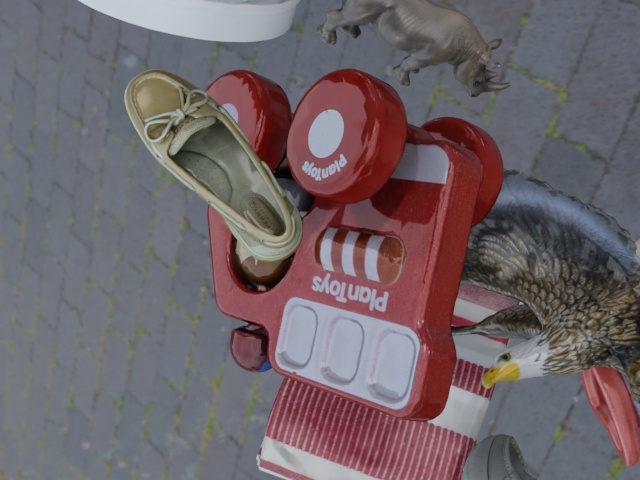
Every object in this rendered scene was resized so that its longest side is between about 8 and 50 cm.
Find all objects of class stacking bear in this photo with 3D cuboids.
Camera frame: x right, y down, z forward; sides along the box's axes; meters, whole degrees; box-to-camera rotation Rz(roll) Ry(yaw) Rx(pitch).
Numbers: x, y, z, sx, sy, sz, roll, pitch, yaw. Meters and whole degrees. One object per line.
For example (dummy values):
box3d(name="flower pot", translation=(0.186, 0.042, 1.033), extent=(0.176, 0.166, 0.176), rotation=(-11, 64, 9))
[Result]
box3d(name="stacking bear", translation=(0.547, 0.187, 1.348), extent=(0.175, 0.289, 0.164), rotation=(-102, -9, -63))

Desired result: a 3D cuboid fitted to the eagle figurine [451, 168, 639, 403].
box3d(name="eagle figurine", translation=(0.224, 0.070, 0.860), extent=(0.298, 0.225, 0.226), rotation=(47, 123, 49))

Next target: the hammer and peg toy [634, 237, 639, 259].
box3d(name="hammer and peg toy", translation=(0.677, 0.140, 1.881), extent=(0.266, 0.361, 0.127), rotation=(51, 166, 8))

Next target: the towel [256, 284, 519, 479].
box3d(name="towel", translation=(0.087, 0.152, 1.085), extent=(0.237, 0.037, 0.329), rotation=(19, 74, 8))

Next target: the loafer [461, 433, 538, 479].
box3d(name="loafer", translation=(0.201, 0.277, 0.850), extent=(0.111, 0.319, 0.112), rotation=(-28, 106, 13))

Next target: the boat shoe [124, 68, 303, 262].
box3d(name="boat shoe", translation=(-0.067, -0.052, 0.566), extent=(0.153, 0.056, 0.048), rotation=(52, 171, 10))

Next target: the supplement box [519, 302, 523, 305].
box3d(name="supplement box", translation=(0.262, 0.053, 1.250), extent=(0.098, 0.062, 0.036), rotation=(12, 148, 23))

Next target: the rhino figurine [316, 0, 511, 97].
box3d(name="rhino figurine", translation=(0.126, -0.236, 1.083), extent=(0.106, 0.243, 0.073), rotation=(-51, 20, 42))

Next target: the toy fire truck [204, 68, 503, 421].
box3d(name="toy fire truck", translation=(0.000, 0.000, 0.779), extent=(0.302, 0.169, 0.254), rotation=(10, 86, 45))

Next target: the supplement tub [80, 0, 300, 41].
box3d(name="supplement tub", translation=(-0.049, -0.207, 0.416), extent=(0.144, 0.144, 0.200), rotation=(38, 126, 33))
